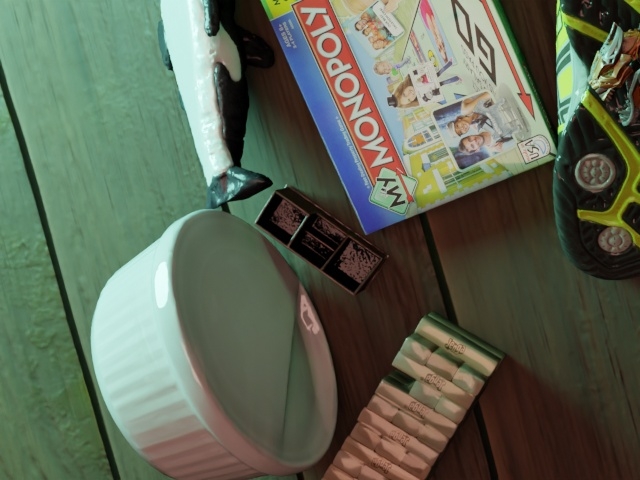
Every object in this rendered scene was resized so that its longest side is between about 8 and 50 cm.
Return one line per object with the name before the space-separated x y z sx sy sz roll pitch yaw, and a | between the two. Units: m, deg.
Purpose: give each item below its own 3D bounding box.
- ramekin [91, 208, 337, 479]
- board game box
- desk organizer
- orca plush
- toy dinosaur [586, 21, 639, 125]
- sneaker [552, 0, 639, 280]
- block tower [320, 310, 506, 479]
ramekin | -0.108 0.116 1.784 0.127 0.273 0.273 -26 89 26
board game box | 0.079 -0.189 1.788 0.214 0.046 0.317 -23 97 17
desk organizer | 0.000 0.000 1.846 0.130 0.050 0.047 35 103 8
orca plush | -0.084 -0.179 1.821 0.102 0.151 0.287 -8 64 -23
toy dinosaur | 0.390 -0.196 1.552 0.322 0.164 0.218 -35 97 31
sneaker | 0.292 -0.146 1.722 0.145 0.147 0.384 3 115 8
block tower | 0.057 0.238 1.836 0.097 0.091 0.335 31 102 10
